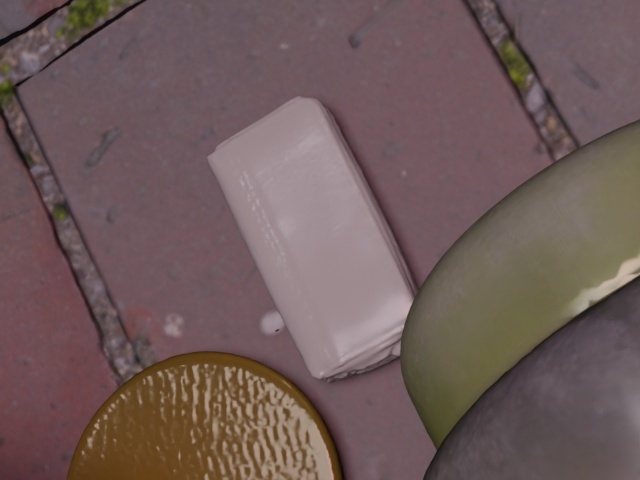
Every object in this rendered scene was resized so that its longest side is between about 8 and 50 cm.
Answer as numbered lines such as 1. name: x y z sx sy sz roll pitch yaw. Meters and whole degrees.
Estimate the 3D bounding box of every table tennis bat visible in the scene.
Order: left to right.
1. table tennis bat: -0.090 0.231 1.035 0.198 0.050 0.321 8 82 18

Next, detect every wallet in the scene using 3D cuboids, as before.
1. wallet: 0.000 0.000 1.045 0.095 0.033 0.190 -32 71 15

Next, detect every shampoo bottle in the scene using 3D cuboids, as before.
1. shampoo bottle: 0.214 0.114 0.786 0.322 0.322 0.317 -36 66 12
